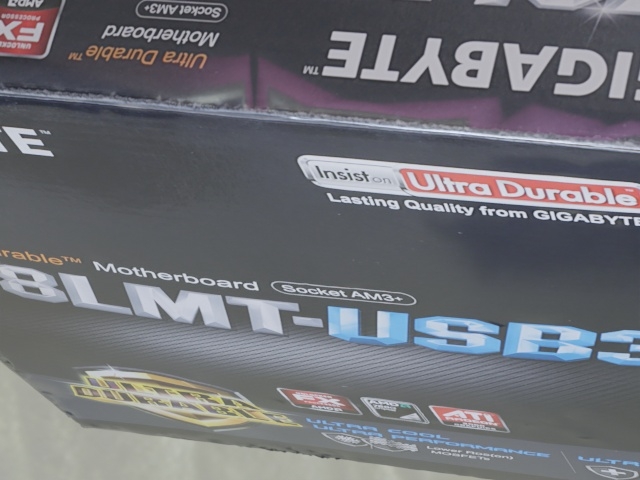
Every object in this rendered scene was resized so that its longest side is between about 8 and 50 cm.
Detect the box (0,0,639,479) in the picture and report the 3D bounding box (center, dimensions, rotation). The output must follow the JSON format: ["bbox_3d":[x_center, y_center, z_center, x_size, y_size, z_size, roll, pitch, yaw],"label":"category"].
[{"bbox_3d":[0.000,0.000,0.538,0.293,0.296,0.073,54,-135,-62],"label":"box"}]
